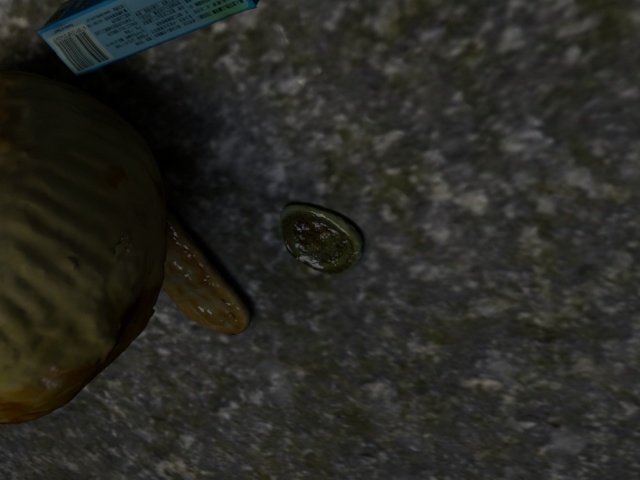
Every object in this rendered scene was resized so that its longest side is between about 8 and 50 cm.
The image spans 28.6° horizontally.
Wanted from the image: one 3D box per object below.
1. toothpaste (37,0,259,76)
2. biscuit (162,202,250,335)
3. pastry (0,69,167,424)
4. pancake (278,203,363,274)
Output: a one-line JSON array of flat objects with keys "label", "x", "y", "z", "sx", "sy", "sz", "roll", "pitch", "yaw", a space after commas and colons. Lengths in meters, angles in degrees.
[{"label": "toothpaste", "x": -0.159, "y": -0.219, "z": 1.177, "sx": 0.267, "sy": 0.050, "sz": 0.065, "roll": -11, "pitch": 128, "yaw": 43}, {"label": "biscuit", "x": -0.174, "y": 0.032, "z": 1.520, "sx": 0.118, "sy": 0.029, "sz": 0.247, "roll": -7, "pitch": 132, "yaw": 41}, {"label": "pastry", "x": -0.334, "y": 0.020, "z": 1.319, "sx": 0.389, "sy": 0.388, "sz": 0.312, "roll": -3, "pitch": 142, "yaw": 37}, {"label": "pancake", "x": 0.000, "y": 0.001, "z": 1.371, "sx": 0.108, "sy": 0.017, "sz": 0.108, "roll": 21, "pitch": 142, "yaw": 17}]
